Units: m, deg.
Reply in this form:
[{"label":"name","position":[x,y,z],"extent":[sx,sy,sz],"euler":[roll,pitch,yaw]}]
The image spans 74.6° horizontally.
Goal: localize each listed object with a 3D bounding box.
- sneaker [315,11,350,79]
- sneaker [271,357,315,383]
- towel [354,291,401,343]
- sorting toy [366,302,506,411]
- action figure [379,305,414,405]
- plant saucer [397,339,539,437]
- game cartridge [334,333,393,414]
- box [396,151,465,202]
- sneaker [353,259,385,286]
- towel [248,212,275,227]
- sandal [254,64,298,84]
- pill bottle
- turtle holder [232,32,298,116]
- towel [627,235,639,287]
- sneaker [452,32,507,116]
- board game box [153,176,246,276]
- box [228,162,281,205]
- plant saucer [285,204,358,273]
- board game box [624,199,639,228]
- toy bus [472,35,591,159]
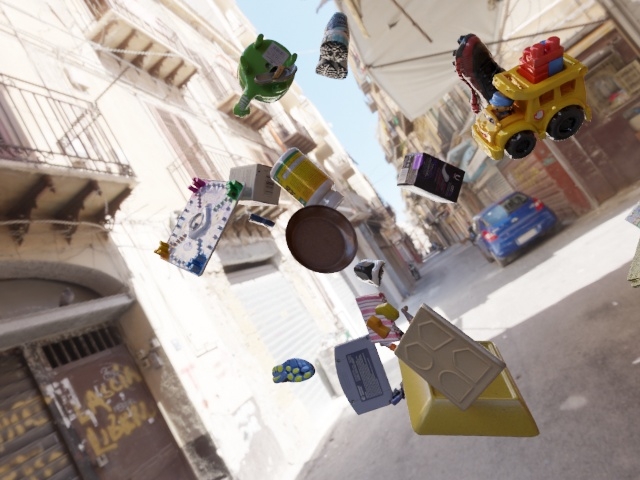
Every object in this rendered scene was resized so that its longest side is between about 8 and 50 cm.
[{"label":"sneaker","position":[0.051,-0.606,1.327],"extent":[0.109,0.122,0.283],"euler":[11,-3,-6]},{"label":"sneaker","position":[-0.069,0.364,1.178],"extent":[0.078,0.067,0.188],"euler":[1,-21,-35]},{"label":"towel","position":[0.212,0.295,1.577],"extent":[0.029,0.197,0.144],"euler":[-21,-1,-42]},{"label":"sorting toy","position":[0.256,0.243,0.995],"extent":[0.041,0.307,0.229],"euler":[-34,-30,-38]},{"label":"action figure","position":[0.333,0.448,1.593],"extent":[0.341,0.330,0.178],"euler":[-48,-53,0]},{"label":"plant saucer","position":[0.407,0.394,1.208],"extent":[0.332,0.081,0.333],"euler":[1,28,1]},{"label":"game cartridge","position":[0.172,0.557,1.750],"extent":[0.197,0.298,0.062],"euler":[-20,-5,8]},{"label":"box","position":[0.523,-0.294,1.989],"extent":[0.270,0.166,0.143],"euler":[17,-1,-25]},{"label":"sneaker","position":[0.178,0.109,1.527],"extent":[0.107,0.101,0.271],"euler":[11,-7,11]},{"label":"towel","position":[-0.265,-0.087,1.897],"extent":[0.067,0.119,0.029],"euler":[151,140,-71]},{"label":"sandal","position":[-0.176,-0.661,1.654],"extent":[0.180,0.072,0.049],"euler":[-13,-37,-1]},{"label":"pill bottle","position":[-0.034,-0.162,1.225],"extent":[0.118,0.208,0.117],"euler":[-49,-3,-4]},{"label":"turtle holder","position":[-0.240,-0.676,1.794],"extent":[0.243,0.321,0.227],"euler":[5,-7,-18]},{"label":"towel","position":[0.712,0.027,0.892],"extent":[0.110,0.027,0.148],"euler":[84,-152,-78]},{"label":"sneaker","position":[0.434,-0.415,1.080],"extent":[0.098,0.135,0.276],"euler":[-51,-44,-1]},{"label":"board game box","position":[-0.494,-0.077,1.674],"extent":[0.389,0.050,0.390],"euler":[12,74,48]},{"label":"box","position":[-0.273,-0.223,1.722],"extent":[0.126,0.149,0.232],"euler":[9,-1,-38]},{"label":"plant saucer","position":[0.000,0.000,1.101],"extent":[0.198,0.199,0.036],"euler":[-28,-12,-28]},{"label":"board game box","position":[1.062,-0.075,1.338],"extent":[0.154,0.026,0.104],"euler":[-92,24,-64]},{"label":"toy bus","position":[0.429,-0.304,0.874],"extent":[0.220,0.150,0.211],"euler":[-25,-44,9]}]
